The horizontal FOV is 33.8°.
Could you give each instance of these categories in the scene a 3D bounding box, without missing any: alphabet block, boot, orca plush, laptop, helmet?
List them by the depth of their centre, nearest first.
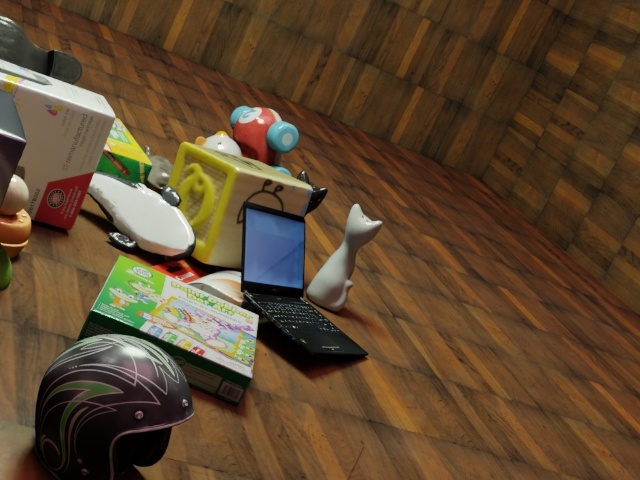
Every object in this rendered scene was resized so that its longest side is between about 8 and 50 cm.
[{"bbox_3d":[-0.230,0.184,1.173,0.169,0.162,0.169,24,15,-7],"label":"helmet"},{"bbox_3d":[-0.023,0.073,1.844,0.264,0.137,0.234,39,12,25],"label":"laptop"},{"bbox_3d":[-0.347,-0.033,1.918,0.287,0.102,0.151,18,59,9],"label":"orca plush"},{"bbox_3d":[-0.166,-0.059,1.993,0.197,0.193,0.193,10,11,-45],"label":"alphabet block"},{"bbox_3d":[-0.669,-0.370,2.192,0.264,0.096,0.280,14,-13,-40],"label":"boot"}]

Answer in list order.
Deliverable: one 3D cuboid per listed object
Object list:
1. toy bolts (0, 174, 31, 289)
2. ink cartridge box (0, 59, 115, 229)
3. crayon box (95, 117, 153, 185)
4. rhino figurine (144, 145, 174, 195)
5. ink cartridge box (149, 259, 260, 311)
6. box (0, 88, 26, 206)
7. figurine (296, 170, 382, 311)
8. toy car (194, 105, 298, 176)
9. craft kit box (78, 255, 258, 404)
[{"bbox_3d":[-0.517,-0.065,1.533,0.228,0.159,0.218,25,15,-6],"label":"toy bolts"},{"bbox_3d":[-0.527,-0.173,1.751,0.306,0.226,0.131,16,17,-29],"label":"ink cartridge box"},{"bbox_3d":[-0.474,-0.198,2.198,0.165,0.081,0.278,17,18,-33],"label":"crayon box"},{"bbox_3d":[-0.341,-0.142,2.247,0.106,0.073,0.243,22,14,-26],"label":"rhino figurine"},{"bbox_3d":[-0.193,0.068,1.848,0.179,0.045,0.145,32,15,11],"label":"ink cartridge box"},{"bbox_3d":[-0.542,-0.064,1.233,0.296,0.294,0.183,17,17,-29],"label":"box"},{"bbox_3d":[0.000,0.000,2.070,0.214,0.210,0.092,31,16,17],"label":"figurine"},{"bbox_3d":[-0.213,-0.215,2.499,0.237,0.210,0.219,-1,18,-35],"label":"toy car"},{"bbox_3d":[-0.218,0.130,1.587,0.249,0.061,0.247,24,13,-9],"label":"craft kit box"}]
